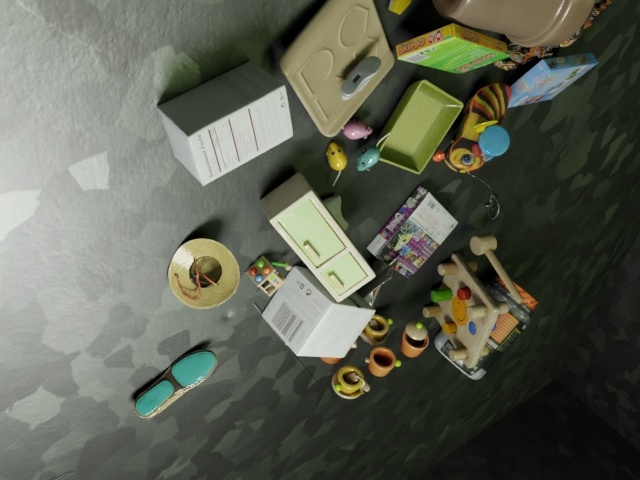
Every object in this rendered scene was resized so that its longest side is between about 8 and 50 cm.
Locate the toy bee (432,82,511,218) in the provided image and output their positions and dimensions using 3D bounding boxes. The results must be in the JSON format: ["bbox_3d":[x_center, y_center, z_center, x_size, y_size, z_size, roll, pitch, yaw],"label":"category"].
[{"bbox_3d":[0.347,-0.222,1.447,0.162,0.299,0.195,8,155,-6],"label":"toy bee"}]

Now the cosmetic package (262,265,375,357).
[{"bbox_3d":[-0.003,0.171,1.489,0.183,0.151,0.151,15,112,-53],"label":"cosmetic package"}]

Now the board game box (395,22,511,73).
[{"bbox_3d":[0.271,-0.374,1.251,0.259,0.124,0.039,-4,86,-51],"label":"board game box"}]

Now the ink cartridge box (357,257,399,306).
[{"bbox_3d":[0.137,0.133,1.597,0.179,0.045,0.145,-40,-176,24],"label":"ink cartridge box"}]

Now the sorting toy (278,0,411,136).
[{"bbox_3d":[0.062,-0.361,1.135,0.307,0.041,0.229,-51,148,-5],"label":"sorting toy"}]

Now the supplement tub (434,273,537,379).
[{"bbox_3d":[0.564,0.286,2.150,0.338,0.207,0.207,-50,145,6],"label":"supplement tub"}]

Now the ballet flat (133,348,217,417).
[{"bbox_3d":[-0.317,0.311,1.389,0.206,0.073,0.067,-33,170,-14],"label":"ballet flat"}]

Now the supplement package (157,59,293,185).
[{"bbox_3d":[-0.150,-0.191,1.016,0.179,0.105,0.105,-32,143,-19],"label":"supplement package"}]

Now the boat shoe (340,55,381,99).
[{"bbox_3d":[0.072,-0.293,1.147,0.100,0.035,0.035,-50,176,-13],"label":"boat shoe"}]

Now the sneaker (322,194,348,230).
[{"bbox_3d":[0.027,-0.005,1.418,0.094,0.080,0.212,-39,144,-35],"label":"sneaker"}]

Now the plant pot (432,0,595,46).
[{"bbox_3d":[0.332,-0.483,1.141,0.229,0.263,0.263,-8,132,-19],"label":"plant pot"}]

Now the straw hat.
[{"bbox_3d":[-0.219,0.057,1.221,0.145,0.144,0.061,-58,-178,15],"label":"straw hat"}]

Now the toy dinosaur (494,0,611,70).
[{"bbox_3d":[0.529,-0.503,1.409,0.322,0.164,0.218,-48,160,-14],"label":"toy dinosaur"}]

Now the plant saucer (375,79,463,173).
[{"bbox_3d":[0.206,-0.251,1.382,0.188,0.045,0.188,10,117,-51],"label":"plant saucer"}]

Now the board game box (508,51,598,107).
[{"bbox_3d":[0.559,-0.393,1.556,0.211,0.039,0.160,-19,167,-35],"label":"board game box"}]

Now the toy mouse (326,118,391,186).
[{"bbox_3d":[0.082,-0.191,1.284,0.143,0.031,0.161,-17,125,-6],"label":"toy mouse"}]

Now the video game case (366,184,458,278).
[{"bbox_3d":[0.247,-0.015,1.661,0.210,0.042,0.232,-51,145,6],"label":"video game case"}]

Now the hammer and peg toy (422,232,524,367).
[{"bbox_3d":[0.438,0.172,1.859,0.127,0.266,0.361,-5,132,-20],"label":"hammer and peg toy"}]

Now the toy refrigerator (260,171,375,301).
[{"bbox_3d":[0.000,0.000,1.288,0.102,0.094,0.269,-35,127,4],"label":"toy refrigerator"}]

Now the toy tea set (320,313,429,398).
[{"bbox_3d":[0.143,0.271,1.702,0.336,0.200,0.124,-21,146,-31],"label":"toy tea set"}]

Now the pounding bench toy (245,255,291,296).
[{"bbox_3d":[-0.108,0.065,1.359,0.083,0.052,0.065,-44,145,-4],"label":"pounding bench toy"}]
